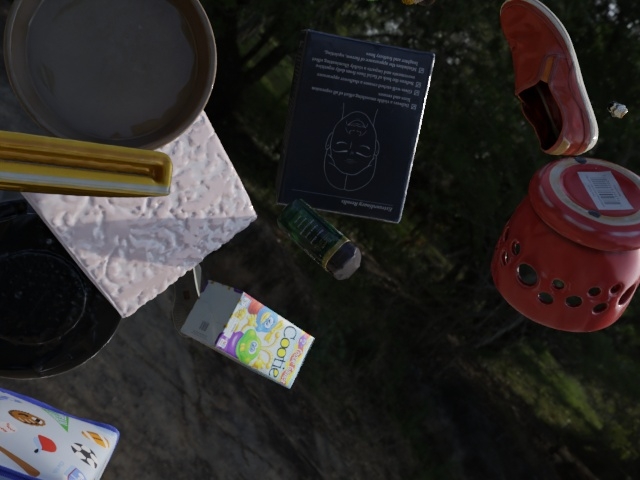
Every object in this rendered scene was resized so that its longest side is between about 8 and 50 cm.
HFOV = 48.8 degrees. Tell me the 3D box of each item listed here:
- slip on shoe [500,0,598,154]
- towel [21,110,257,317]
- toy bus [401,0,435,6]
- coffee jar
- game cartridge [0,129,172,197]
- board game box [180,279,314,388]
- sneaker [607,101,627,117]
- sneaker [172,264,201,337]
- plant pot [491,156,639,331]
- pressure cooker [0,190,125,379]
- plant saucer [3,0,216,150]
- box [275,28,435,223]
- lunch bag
[{"bbox_3d":[0.414,-0.312,1.332,0.123,0.101,0.331,-33,-105,65],"label":"slip on shoe"},{"bbox_3d":[-0.305,-0.070,1.263,0.053,0.332,0.317,32,-26,50],"label":"towel"},{"bbox_3d":[0.175,-0.491,1.304,0.191,0.202,0.104,121,-37,-57],"label":"toy bus"},{"bbox_3d":[0.000,0.000,1.454,0.184,0.079,0.096,41,-6,20],"label":"coffee jar"},{"bbox_3d":[-0.358,-0.082,0.772,0.285,0.052,0.324,4,2,-36],"label":"game cartridge"},{"bbox_3d":[-0.170,0.227,1.697,0.144,0.142,0.275,13,-19,45],"label":"board game box"},{"bbox_3d":[0.649,-0.292,1.553,0.037,0.032,0.083,37,16,2],"label":"sneaker"},{"bbox_3d":[-0.360,0.152,1.969,0.083,0.222,0.118,0,7,3],"label":"sneaker"},{"bbox_3d":[0.337,-0.003,0.934,0.191,0.191,0.174,49,-31,36],"label":"plant pot"},{"bbox_3d":[-0.583,0.041,1.449,0.420,0.375,0.370,44,-23,60],"label":"pressure cooker"},{"bbox_3d":[-0.283,-0.253,0.969,0.278,0.278,0.041,43,-5,-13],"label":"plant saucer"},{"bbox_3d":[0.068,-0.270,1.661,0.293,0.395,0.212,9,14,-7],"label":"box"},{"bbox_3d":[-0.511,0.317,0.941,0.385,0.239,0.328,25,-6,-6],"label":"lunch bag"}]
